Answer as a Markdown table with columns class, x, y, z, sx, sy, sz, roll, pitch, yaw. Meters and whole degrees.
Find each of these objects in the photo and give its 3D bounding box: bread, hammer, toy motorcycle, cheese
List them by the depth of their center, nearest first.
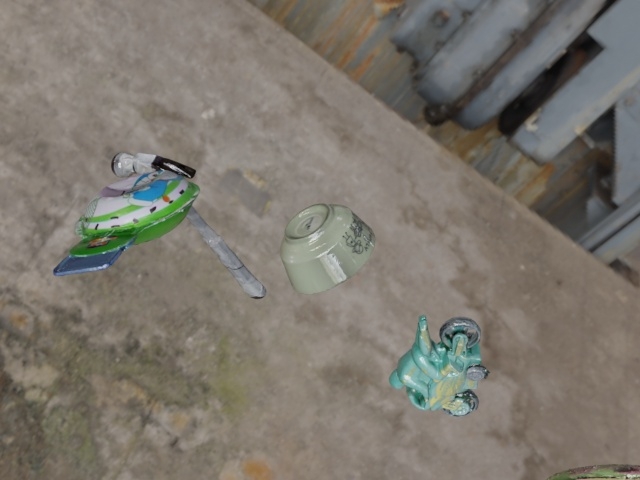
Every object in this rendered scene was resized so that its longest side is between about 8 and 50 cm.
| class | x | y | z | sx | sy | sz | roll | pitch | yaw |
| --- | --- | --- | --- | --- | --- | --- | --- | --- | --- |
| bread | 0.419 | 0.349 | 1.279 | 0.228 | 0.228 | 0.034 | 23 | 57 | -23 |
| cheese | -0.292 | -0.031 | 1.395 | 0.320 | 0.203 | 0.083 | -61 | 140 | -61 |
| hammer | -0.217 | -0.018 | 1.712 | 0.427 | 0.152 | 0.044 | 56 | 51 | -46 |
| toy motorcycle | 0.244 | 0.263 | 1.931 | 0.198 | 0.297 | 0.109 | 1 | 40 | 0 |

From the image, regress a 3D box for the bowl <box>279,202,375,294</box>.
| class | x | y | z | sx | sy | sz | roll | pitch | yaw |
| --- | --- | --- | --- | --- | --- | --- | --- | --- | --- |
| bowl | 0.000 | 0.000 | 1.927 | 0.112 | 0.211 | 0.211 | 57 | 31 | -31 |
